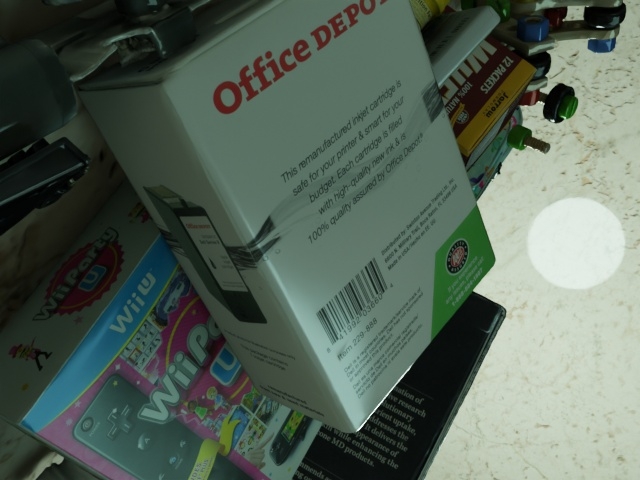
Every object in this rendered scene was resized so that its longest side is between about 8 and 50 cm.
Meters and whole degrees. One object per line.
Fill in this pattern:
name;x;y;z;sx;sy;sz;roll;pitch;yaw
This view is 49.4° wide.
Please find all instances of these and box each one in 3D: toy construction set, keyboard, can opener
toy construction set;0.268;-0.335;0.992;0.257;0.237;0.309;-51;144;-9
keyboard;-0.179;-0.017;0.376;0.108;0.023;0.180;-36;-168;-37
can opener;-0.162;-0.086;0.332;0.280;0.074;0.093;-46;135;-33

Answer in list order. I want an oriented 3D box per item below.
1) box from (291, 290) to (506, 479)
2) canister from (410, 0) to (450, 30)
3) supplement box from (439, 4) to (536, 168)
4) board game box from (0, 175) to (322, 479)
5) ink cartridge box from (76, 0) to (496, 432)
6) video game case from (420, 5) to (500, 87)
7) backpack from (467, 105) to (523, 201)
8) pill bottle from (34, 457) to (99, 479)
box;0.085;0.282;1.230;0.471;0.297;0.480;-61;166;-4
canister;0.043;-0.200;0.709;0.170;0.073;0.126;-49;-168;1
supplement box;0.148;-0.194;0.910;0.129;0.191;0.194;-50;171;-3
board game box;-0.114;0.118;0.613;0.224;0.098;0.303;-58;137;-24
ink cartridge box;-0.003;-0.041;0.522;0.211;0.122;0.289;-42;123;-29
video game case;0.067;-0.152;0.724;0.212;0.023;0.193;-48;-161;0
backpack;0.218;-0.182;1.192;0.253;0.225;0.191;-52;176;-19
pill bottle;-0.245;0.277;0.961;0.283;0.161;0.161;-47;169;-23
